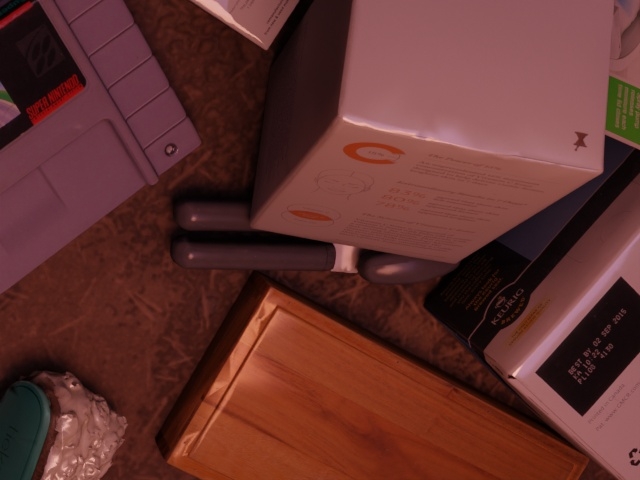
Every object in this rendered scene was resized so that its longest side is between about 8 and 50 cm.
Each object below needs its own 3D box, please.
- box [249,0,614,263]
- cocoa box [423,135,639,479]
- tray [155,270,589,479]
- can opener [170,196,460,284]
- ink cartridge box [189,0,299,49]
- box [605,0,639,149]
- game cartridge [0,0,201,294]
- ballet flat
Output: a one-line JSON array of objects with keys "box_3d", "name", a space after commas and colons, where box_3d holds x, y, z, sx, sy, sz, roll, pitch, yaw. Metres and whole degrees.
[{"box_3d": [0.083, -0.109, 1.300, 0.215, 0.345, 0.168, 10, 75, -12], "name": "box"}, {"box_3d": [0.322, 0.037, 1.498, 0.231, 0.228, 0.347, 43, 89, -23], "name": "cocoa box"}, {"box_3d": [0.060, 0.216, 1.549, 0.411, 0.076, 0.203, 29, 94, -22], "name": "tray"}, {"box_3d": [0.000, 0.000, 1.464, 0.283, 0.095, 0.076, 1, 103, -22], "name": "can opener"}, {"box_3d": [-0.113, -0.254, 1.351, 0.175, 0.127, 0.072, 31, 96, -20], "name": "ink cartridge box"}, {"box_3d": [0.305, -0.214, 1.282, 0.127, 0.231, 0.262, -28, 133, -32], "name": "box"}, {"box_3d": [-0.294, -0.071, 1.321, 0.355, 0.068, 0.230, -39, 133, -14], "name": "game cartridge"}, {"box_3d": [-0.304, 0.318, 1.442, 0.147, 0.147, 0.409, 28, 95, -21], "name": "ballet flat"}]
